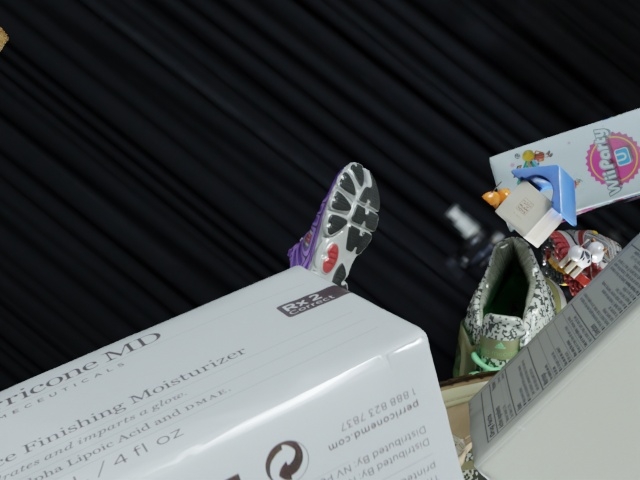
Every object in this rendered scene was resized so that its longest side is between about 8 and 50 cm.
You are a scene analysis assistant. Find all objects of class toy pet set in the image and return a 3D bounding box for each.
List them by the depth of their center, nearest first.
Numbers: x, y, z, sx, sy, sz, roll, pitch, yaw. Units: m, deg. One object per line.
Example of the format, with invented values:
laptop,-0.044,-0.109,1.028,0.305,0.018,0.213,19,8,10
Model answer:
toy pet set,0.202,-0.030,0.855,0.065,0.122,0.114,-50,146,10

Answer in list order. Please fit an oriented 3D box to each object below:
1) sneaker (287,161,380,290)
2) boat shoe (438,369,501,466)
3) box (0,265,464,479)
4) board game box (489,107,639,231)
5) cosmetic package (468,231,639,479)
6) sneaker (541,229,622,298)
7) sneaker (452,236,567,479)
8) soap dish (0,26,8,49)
sneaker,0.000,0.000,0.944,0.071,0.068,0.169,16,-100,47
boat shoe,0.092,0.219,0.997,0.341,0.110,0.121,-18,173,-1
box,-0.038,0.133,0.393,0.181,0.181,0.119,-24,-160,-20
board game box,0.379,-0.099,1.140,0.303,0.097,0.224,-17,175,23
cosmetic package,0.259,0.077,0.727,0.309,0.113,0.160,-48,-179,12
sneaker,0.375,0.036,1.276,0.093,0.088,0.225,-11,-154,-6
sneaker,0.208,0.167,1.140,0.182,0.158,0.410,66,28,-47
soap dish,-0.512,-0.203,1.027,0.291,0.229,0.118,-43,-138,-8
